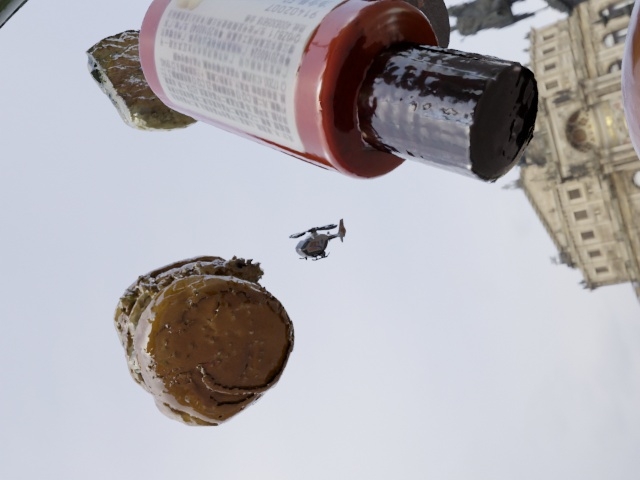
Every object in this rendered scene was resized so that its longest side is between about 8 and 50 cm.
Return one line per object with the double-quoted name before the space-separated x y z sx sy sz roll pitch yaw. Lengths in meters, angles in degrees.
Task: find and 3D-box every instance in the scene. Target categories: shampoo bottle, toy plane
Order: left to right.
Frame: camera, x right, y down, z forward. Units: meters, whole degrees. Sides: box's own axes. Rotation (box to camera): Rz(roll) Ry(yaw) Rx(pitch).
"shampoo bottle" -0.001 -0.101 0.388 0.104 0.278 0.104 -24 -53 -37
"toy plane" 0.001 0.001 1.559 0.197 0.053 0.078 -19 -74 -42

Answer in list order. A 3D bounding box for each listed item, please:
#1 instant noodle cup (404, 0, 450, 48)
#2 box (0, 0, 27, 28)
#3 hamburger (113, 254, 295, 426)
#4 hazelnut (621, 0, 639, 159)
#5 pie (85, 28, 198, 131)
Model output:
"instant noodle cup" 0.055 -0.295 0.951 0.218 0.207 0.217 2 -98 -17
"box" -0.539 -0.494 0.930 0.178 0.329 0.253 46 -177 20
"hamburger" -0.176 0.131 0.927 0.245 0.211 0.260 34 -92 -30
"hazelnut" 0.435 -0.153 0.506 0.373 0.315 0.372 11 -111 -30
"pie" -0.246 -0.252 0.951 0.185 0.052 0.218 -24 -122 -23
